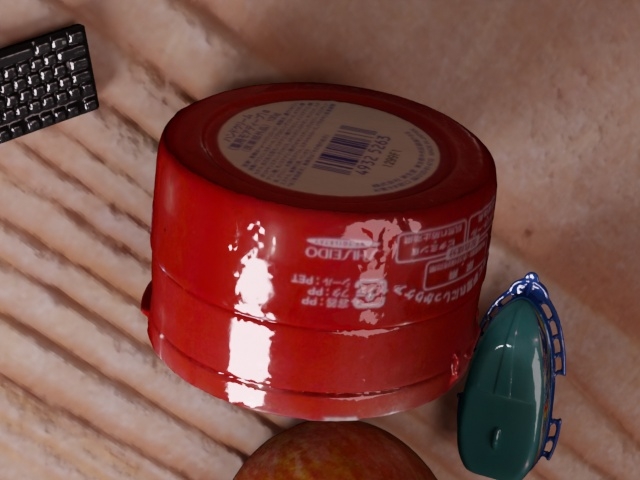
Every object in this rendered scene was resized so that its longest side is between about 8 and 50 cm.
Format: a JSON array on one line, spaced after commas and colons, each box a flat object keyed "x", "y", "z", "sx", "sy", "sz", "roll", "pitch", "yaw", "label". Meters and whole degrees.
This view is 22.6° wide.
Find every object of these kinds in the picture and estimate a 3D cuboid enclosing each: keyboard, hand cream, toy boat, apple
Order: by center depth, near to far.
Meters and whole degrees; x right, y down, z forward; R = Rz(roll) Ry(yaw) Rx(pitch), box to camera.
[{"x": -0.230, "y": -0.073, "z": 0.962, "sx": 0.204, "sy": 0.013, "sz": 0.061, "roll": -23, "pitch": 125, "yaw": -25, "label": "keyboard"}, {"x": 0.000, "y": 0.000, "z": 1.033, "sx": 0.230, "sy": 0.230, "sz": 0.149, "roll": -10, "pitch": 122, "yaw": -32, "label": "hand cream"}, {"x": 0.017, "y": 0.235, "z": 1.208, "sx": 0.188, "sy": 0.174, "sz": 0.188, "roll": -19, "pitch": 127, "yaw": -28, "label": "apple"}, {"x": 0.164, "y": 0.103, "z": 1.322, "sx": 0.110, "sy": 0.091, "sz": 0.175, "roll": -38, "pitch": 138, "yaw": -61, "label": "toy boat"}]
